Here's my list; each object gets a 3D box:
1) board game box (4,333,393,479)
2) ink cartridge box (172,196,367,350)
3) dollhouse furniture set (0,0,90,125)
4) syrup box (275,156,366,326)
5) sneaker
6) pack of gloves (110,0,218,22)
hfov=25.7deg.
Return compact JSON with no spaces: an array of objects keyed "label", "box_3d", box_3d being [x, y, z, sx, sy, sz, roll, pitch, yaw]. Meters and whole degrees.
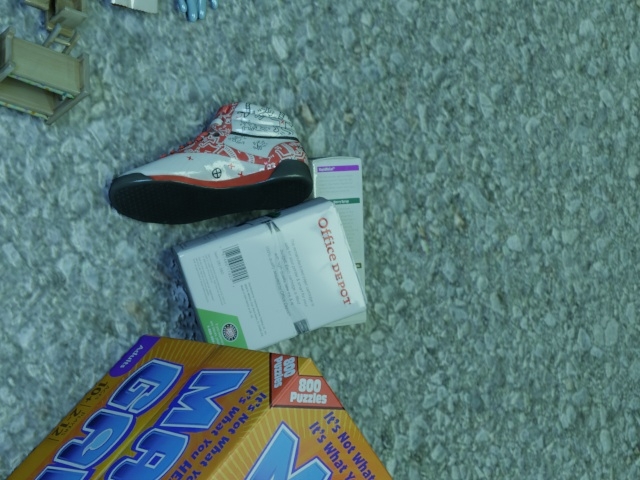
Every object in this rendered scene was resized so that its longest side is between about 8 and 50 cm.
[{"label":"board game box","box_3d":[-0.142,0.375,1.722,0.356,0.356,0.356,-48,119,-28]},{"label":"ink cartridge box","box_3d":[-0.068,0.050,1.876,0.219,0.092,0.160,-19,100,-9]},{"label":"dollhouse furniture set","box_3d":[-0.383,-0.248,1.691,0.182,0.101,0.161,17,56,-39]},{"label":"syrup box","box_3d":[0.000,0.000,1.997,0.096,0.093,0.237,-4,94,-39]},{"label":"sneaker","box_3d":[-0.153,-0.107,1.875,0.270,0.090,0.145,-6,51,-12]},{"label":"pack of gloves","box_3d":[-0.205,-0.410,1.856,0.195,0.046,0.232,5,91,-52]}]
